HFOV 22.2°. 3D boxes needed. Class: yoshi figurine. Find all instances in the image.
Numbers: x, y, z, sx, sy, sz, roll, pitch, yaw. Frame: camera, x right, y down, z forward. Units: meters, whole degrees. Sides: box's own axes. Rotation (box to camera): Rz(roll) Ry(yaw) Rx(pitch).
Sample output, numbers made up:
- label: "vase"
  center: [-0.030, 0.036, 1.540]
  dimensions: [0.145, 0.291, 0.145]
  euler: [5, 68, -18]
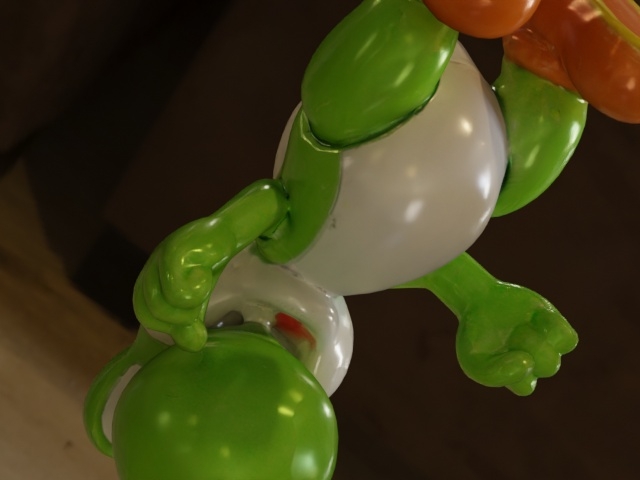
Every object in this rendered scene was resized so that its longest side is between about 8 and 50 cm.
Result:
- label: "yoshi figurine"
  center: [0.012, 0.020, 0.794]
  dimensions: [0.203, 0.362, 0.203]
  euler: [45, 23, 10]
